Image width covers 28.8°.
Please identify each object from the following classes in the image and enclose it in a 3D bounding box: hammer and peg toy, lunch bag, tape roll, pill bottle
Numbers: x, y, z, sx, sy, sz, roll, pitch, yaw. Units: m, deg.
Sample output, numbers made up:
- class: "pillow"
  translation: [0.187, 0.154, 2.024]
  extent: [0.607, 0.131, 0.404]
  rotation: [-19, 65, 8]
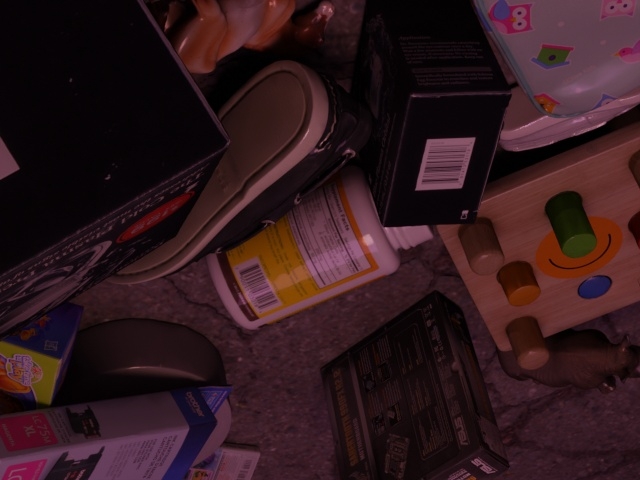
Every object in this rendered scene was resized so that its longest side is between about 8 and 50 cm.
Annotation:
- class: "hammer and peg toy"
  translation: [0.323, -0.014, 1.307]
  extent: [0.361, 0.127, 0.266]
  rotation: [-22, 136, 9]
- class: "lunch bag"
  translation: [0.265, -0.250, 1.062]
  extent: [0.279, 0.108, 0.224]
  rotation: [-29, 132, 15]
- class: "tape roll"
  translation: [-0.213, 0.187, 1.420]
  extent: [0.219, 0.072, 0.219]
  rotation: [-7, 136, -7]
- class: "pill bottle"
  translation: [0.000, 0.000, 1.247]
  extent: [0.215, 0.117, 0.117]
  rotation: [-23, 136, 10]

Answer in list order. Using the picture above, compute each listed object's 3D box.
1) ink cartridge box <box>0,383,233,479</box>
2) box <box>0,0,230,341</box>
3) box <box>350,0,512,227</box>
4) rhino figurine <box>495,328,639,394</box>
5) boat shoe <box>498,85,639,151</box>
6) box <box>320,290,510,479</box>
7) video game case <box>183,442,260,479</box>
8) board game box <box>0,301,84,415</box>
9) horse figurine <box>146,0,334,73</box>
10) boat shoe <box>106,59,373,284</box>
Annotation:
- class: "ink cartridge box"
  translation: [-0.235, 0.242, 1.297]
  extent: [0.311, 0.065, 0.185]
  rotation: [-5, 137, -45]
- class: "box"
  translation: [-0.272, -0.021, 0.917]
  extent: [0.343, 0.179, 0.312]
  rotation: [-32, 178, -17]
- class: "box"
  translation: [0.091, -0.120, 1.114]
  extent: [0.093, 0.158, 0.156]
  rotation: [-3, 136, -12]
- class: "rhino figurine"
  translation: [0.305, 0.137, 1.431]
  extent: [0.106, 0.073, 0.243]
  rotation: [19, 167, -37]
- class: "boat shoe"
  translation: [0.256, -0.133, 1.217]
  extent: [0.184, 0.066, 0.063]
  rotation: [-24, 150, 8]
- class: "box"
  translation: [0.099, 0.196, 1.393]
  extent: [0.183, 0.231, 0.056]
  rotation: [-37, 129, 22]
- class: "video game case"
  translation: [-0.166, 0.320, 1.579]
  extent: [0.143, 0.019, 0.157]
  rotation: [11, 114, -24]
- class: "board game box"
  translation: [-0.396, 0.172, 1.302]
  extent: [0.233, 0.078, 0.347]
  rotation: [18, 131, -4]
- class: "horse figurine"
  translation: [-0.072, -0.195, 1.003]
  extent: [0.263, 0.066, 0.174]
  rotation: [-32, 156, -44]
- class: "boat shoe"
  translation: [-0.084, -0.051, 1.166]
  extent: [0.113, 0.127, 0.340]
  rotation: [6, 145, -45]
